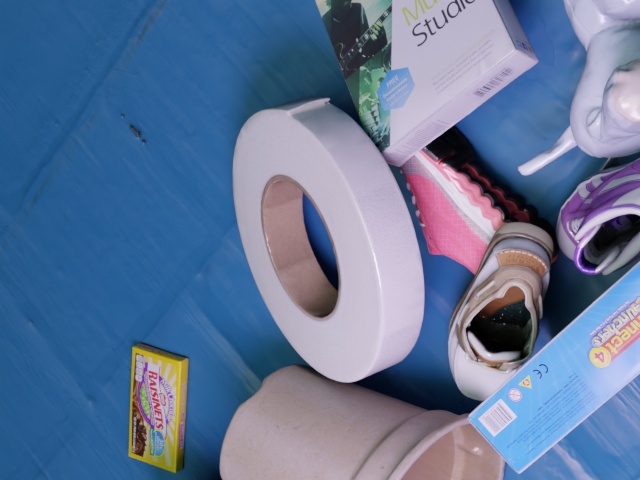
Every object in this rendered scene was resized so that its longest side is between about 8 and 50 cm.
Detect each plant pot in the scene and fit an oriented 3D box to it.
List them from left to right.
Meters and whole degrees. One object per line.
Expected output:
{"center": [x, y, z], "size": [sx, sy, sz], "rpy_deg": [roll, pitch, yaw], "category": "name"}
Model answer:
{"center": [0.036, 0.333, 1.501], "size": [0.305, 0.334, 0.334], "rpy_deg": [24, 113, 36], "category": "plant pot"}

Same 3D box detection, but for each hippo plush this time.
{"center": [0.384, -0.223, 1.244], "size": [0.294, 0.234, 0.237], "rpy_deg": [143, 124, -73], "category": "hippo plush"}

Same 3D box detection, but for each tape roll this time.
{"center": [0.000, 0.000, 1.462], "size": [0.392, 0.072, 0.392], "rpy_deg": [43, 143, 44], "category": "tape roll"}

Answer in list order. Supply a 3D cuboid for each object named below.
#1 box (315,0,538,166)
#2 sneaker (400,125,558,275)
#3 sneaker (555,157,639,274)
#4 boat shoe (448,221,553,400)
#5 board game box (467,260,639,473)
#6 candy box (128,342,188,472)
{"center": [0.117, -0.289, 1.373], "size": [0.232, 0.058, 0.322], "rpy_deg": [-37, 56, 31], "category": "box"}
{"center": [0.164, -0.049, 1.435], "size": [0.314, 0.116, 0.136], "rpy_deg": [48, 122, 13], "category": "sneaker"}
{"center": [0.324, -0.012, 1.260], "size": [0.102, 0.161, 0.282], "rpy_deg": [48, 156, 5], "category": "sneaker"}
{"center": [0.221, 0.117, 1.385], "size": [0.113, 0.103, 0.302], "rpy_deg": [13, 134, 9], "category": "boat shoe"}
{"center": [0.350, 0.099, 1.244], "size": [0.086, 0.302, 0.308], "rpy_deg": [48, 121, 13], "category": "board game box"}
{"center": [-0.276, 0.284, 1.827], "size": [0.105, 0.027, 0.206], "rpy_deg": [12, 107, 25], "category": "candy box"}
